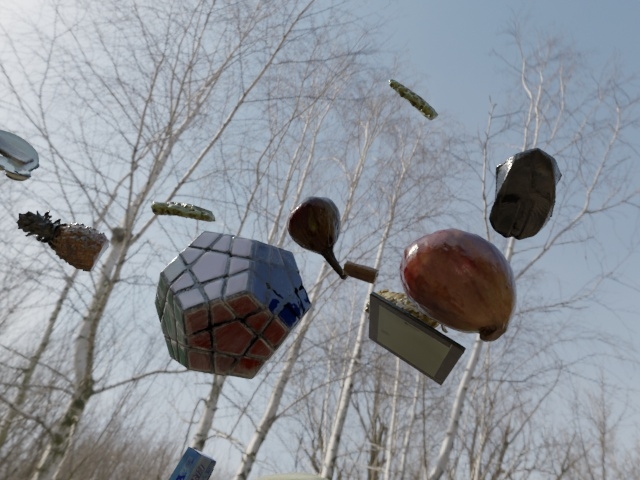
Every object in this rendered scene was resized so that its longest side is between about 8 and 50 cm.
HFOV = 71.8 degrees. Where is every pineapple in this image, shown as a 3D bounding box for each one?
[{"bbox_3d":[-0.869,-0.007,1.480,0.279,0.157,0.158,26,-47,-17],"label":"pineapple"}]

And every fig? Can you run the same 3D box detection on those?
[{"bbox_3d":[0.015,-0.026,1.443,0.290,0.191,0.190,46,-36,35],"label":"fig"},{"bbox_3d":[0.302,0.089,0.965,0.263,0.224,0.224,30,-45,20],"label":"fig"}]

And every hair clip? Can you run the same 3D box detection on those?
[{"bbox_3d":[-0.609,-0.182,0.842,0.172,0.116,0.049,40,-63,-14],"label":"hair clip"}]

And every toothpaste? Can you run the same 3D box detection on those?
[{"bbox_3d":[-0.333,0.599,0.965,0.053,0.272,0.066,11,-31,37],"label":"toothpaste"}]

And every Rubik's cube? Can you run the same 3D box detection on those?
[{"bbox_3d":[-0.180,0.131,0.908,0.264,0.319,0.319,-26,-63,28],"label":"Rubik's cube"}]

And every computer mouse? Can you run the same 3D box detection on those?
[{"bbox_3d":[0.327,-0.064,0.711,0.099,0.057,0.172,8,-54,13],"label":"computer mouse"}]

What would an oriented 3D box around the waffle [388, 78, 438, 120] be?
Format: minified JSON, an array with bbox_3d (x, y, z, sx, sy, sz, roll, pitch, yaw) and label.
[{"bbox_3d":[0.272,-0.410,1.287,0.169,0.183,0.036,42,-70,8],"label":"waffle"}]

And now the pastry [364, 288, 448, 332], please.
[{"bbox_3d":[0.268,0.213,1.348,0.250,0.154,0.102,4,-76,33],"label":"pastry"}]

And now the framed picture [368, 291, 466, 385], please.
[{"bbox_3d":[0.244,0.278,1.209,0.265,0.016,0.347,31,-23,22],"label":"framed picture"}]

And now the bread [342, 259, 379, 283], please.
[{"bbox_3d":[0.094,0.072,1.036,0.083,0.036,0.047,17,-31,17],"label":"bread"}]

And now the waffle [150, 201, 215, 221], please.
[{"bbox_3d":[-0.457,-0.100,1.478,0.204,0.223,0.054,7,-90,-9],"label":"waffle"}]

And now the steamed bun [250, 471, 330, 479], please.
[{"bbox_3d":[-0.075,0.464,0.557,0.247,0.339,0.352,15,-39,57],"label":"steamed bun"}]
